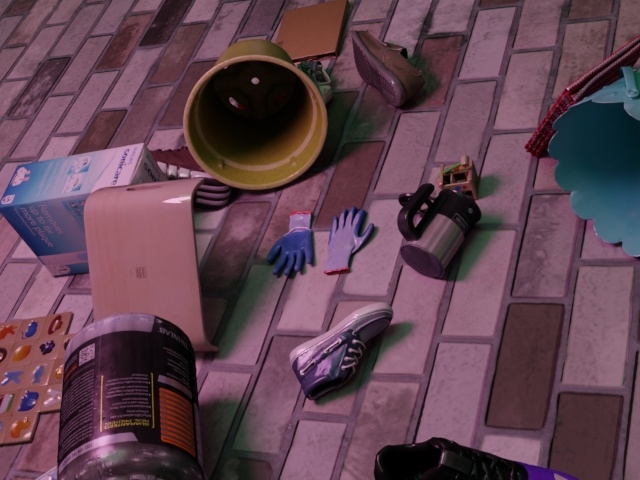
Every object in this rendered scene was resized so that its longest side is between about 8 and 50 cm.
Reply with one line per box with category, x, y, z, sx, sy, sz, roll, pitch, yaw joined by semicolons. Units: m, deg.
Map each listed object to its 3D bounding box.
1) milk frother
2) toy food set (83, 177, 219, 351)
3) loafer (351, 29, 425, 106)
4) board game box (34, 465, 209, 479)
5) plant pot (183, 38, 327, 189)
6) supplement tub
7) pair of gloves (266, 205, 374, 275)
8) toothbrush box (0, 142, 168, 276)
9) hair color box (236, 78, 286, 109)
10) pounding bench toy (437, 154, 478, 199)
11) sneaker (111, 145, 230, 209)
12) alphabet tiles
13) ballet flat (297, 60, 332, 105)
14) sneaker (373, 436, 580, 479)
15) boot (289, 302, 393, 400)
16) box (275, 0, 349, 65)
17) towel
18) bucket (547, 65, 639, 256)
milk frother;0.177;-0.018;1.647;0.135;0.129;0.143;-52;5;-25
toy food set;-0.289;0.051;1.691;0.219;0.306;0.092;-3;5;23
loafer;0.139;-0.363;1.994;0.087;0.094;0.251;-22;47;-11
board game box;-0.346;0.462;1.467;0.390;0.050;0.390;-33;43;-6
plant pot;-0.132;-0.281;1.933;0.276;0.276;0.254;-21;30;7
supplement tub;-0.279;0.289;1.412;0.207;0.207;0.338;-20;42;8
pair of gloves;0.000;0.000;1.756;0.198;0.023;0.159;-5;48;23
toothbrush box;-0.436;-0.055;1.882;0.295;0.216;0.126;-7;46;18
hair color box;-0.119;-0.330;2.111;0.141;0.043;0.072;-26;43;4
pounding bench toy;0.238;-0.114;1.701;0.065;0.083;0.052;-7;47;19
sneaker;-0.311;-0.153;1.971;0.281;0.106;0.162;14;38;-1
alphabet tiles;-0.599;0.264;1.809;0.342;0.011;0.285;-10;45;18
ballet flat;-0.007;-0.323;2.040;0.070;0.070;0.188;-19;47;8
sneaker;0.200;0.321;1.262;0.293;0.146;0.102;-1;49;26
boot;0.046;0.180;1.539;0.190;0.069;0.086;-32;50;6
box;-0.024;-0.478;2.221;0.164;0.021;0.201;-7;47;21
towel;0.452;-0.242;1.610;0.199;0.275;0.031;-36;79;-10
bucket;0.504;-0.133;1.457;0.183;0.281;0.281;-33;42;-21
